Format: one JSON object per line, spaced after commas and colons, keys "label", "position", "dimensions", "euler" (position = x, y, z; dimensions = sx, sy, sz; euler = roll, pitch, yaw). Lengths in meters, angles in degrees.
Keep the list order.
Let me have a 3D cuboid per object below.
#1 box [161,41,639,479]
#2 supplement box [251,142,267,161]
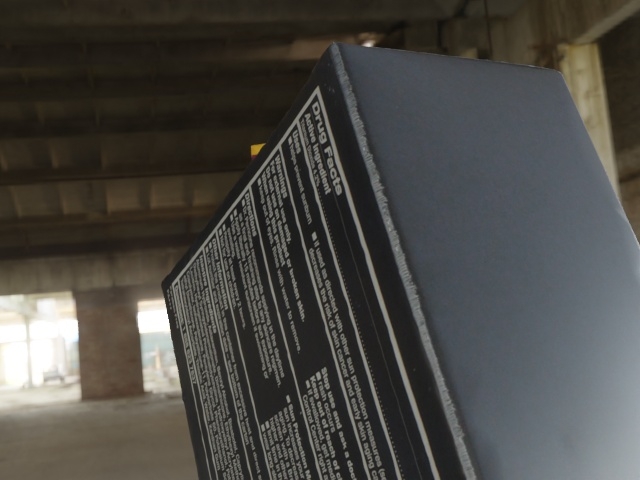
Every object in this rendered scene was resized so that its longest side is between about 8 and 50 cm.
{"label": "box", "position": [0.051, 0.090, 0.526], "dimensions": [0.183, 0.296, 0.294], "euler": [-2, -26, -30]}
{"label": "supplement box", "position": [0.000, 0.000, 0.804], "dimensions": [0.104, 0.188, 0.081], "euler": [-8, -13, 12]}
